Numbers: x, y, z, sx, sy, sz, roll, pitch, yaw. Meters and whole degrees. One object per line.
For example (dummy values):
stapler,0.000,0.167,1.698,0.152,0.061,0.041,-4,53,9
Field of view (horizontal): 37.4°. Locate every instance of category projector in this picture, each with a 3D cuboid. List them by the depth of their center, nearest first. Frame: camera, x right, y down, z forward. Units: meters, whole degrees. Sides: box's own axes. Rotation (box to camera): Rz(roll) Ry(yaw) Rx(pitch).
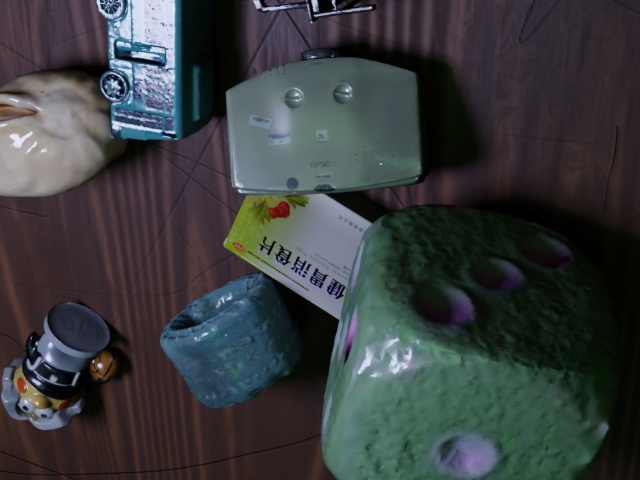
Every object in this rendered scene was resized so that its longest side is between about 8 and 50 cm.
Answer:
projector,0.009,-0.161,1.292,0.269,0.088,0.194,-3,93,14

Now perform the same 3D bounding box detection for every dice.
dice,0.183,0.155,1.228,0.322,0.330,0.318,13,126,-1

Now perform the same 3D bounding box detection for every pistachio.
pistachio,-0.439,-0.158,1.468,0.318,0.214,0.193,-11,67,38

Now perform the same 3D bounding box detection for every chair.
chair,-0.020,-0.335,1.237,0.212,0.101,0.084,-2,114,23

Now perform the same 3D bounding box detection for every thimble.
thimble,-0.137,0.156,1.485,0.235,0.198,0.143,-3,120,61

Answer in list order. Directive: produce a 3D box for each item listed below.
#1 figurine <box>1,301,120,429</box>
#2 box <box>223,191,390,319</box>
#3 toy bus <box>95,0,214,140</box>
figurine,-0.470,0.238,1.710,0.176,0.133,0.236,30,119,-15
box,0.001,0.000,1.419,0.260,0.062,0.175,32,123,6
toy bus,-0.226,-0.270,1.346,0.147,0.128,0.256,11,117,17
